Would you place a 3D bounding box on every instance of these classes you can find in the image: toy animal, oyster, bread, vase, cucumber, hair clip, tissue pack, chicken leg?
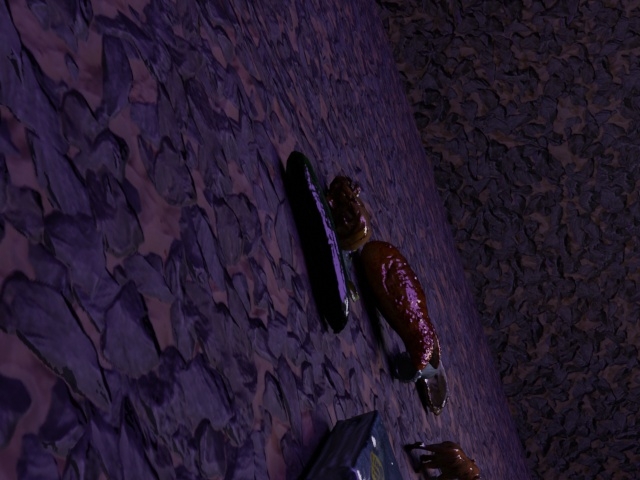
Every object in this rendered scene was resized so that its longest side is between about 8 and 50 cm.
[{"bbox_3d":[0.238,0.420,1.367,0.241,0.099,0.056,56,23,-49],"label":"toy animal"},{"bbox_3d":[0.244,0.302,1.596,0.105,0.056,0.177,-20,92,-63],"label":"oyster"},{"bbox_3d":[0.161,0.118,1.357,0.268,0.095,0.139,60,22,15],"label":"bread"},{"bbox_3d":[0.187,0.248,1.427,0.149,0.081,0.081,7,68,-69],"label":"vase"},{"bbox_3d":[0.000,0.000,1.075,0.056,0.056,0.284,2,73,-74],"label":"cucumber"},{"bbox_3d":[0.045,0.038,1.225,0.188,0.033,0.060,-91,160,-51],"label":"hair clip"},{"bbox_3d":[0.066,0.364,0.875,0.185,0.081,0.257,-29,101,-74],"label":"tissue pack"},{"bbox_3d":[0.034,-0.062,1.224,0.101,0.085,0.207,48,17,-27],"label":"chicken leg"}]

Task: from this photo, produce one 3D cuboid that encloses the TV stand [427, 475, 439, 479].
[{"bbox_3d":[0.218,0.547,1.276,0.036,0.042,0.249,53,25,-45],"label":"TV stand"}]
